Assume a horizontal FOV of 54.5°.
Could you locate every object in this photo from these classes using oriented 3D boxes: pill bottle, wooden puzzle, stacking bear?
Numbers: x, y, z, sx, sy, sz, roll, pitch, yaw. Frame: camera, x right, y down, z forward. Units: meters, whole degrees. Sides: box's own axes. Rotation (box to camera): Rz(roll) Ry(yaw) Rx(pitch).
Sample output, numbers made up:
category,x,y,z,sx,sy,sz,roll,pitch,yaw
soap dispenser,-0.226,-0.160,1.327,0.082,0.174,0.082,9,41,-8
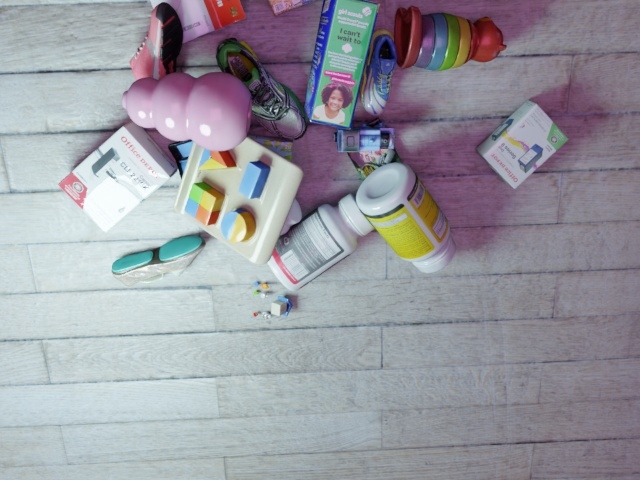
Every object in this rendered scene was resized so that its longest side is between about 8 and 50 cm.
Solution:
category,x,y,z,sx,sy,sz,roll,pitch,yaw
pill bottle,0.000,0.000,1.887,0.318,0.176,0.176,-35,108,10
wooden puzzle,-0.252,-0.138,1.765,0.347,0.080,0.322,30,112,17
pill bottle,0.266,-0.057,1.849,0.187,0.188,0.334,-35,123,10
stacking bear,0.363,-0.553,1.715,0.288,0.175,0.164,-1,108,-9
pill bottle,-0.168,-0.058,1.856,0.216,0.121,0.121,-23,111,28

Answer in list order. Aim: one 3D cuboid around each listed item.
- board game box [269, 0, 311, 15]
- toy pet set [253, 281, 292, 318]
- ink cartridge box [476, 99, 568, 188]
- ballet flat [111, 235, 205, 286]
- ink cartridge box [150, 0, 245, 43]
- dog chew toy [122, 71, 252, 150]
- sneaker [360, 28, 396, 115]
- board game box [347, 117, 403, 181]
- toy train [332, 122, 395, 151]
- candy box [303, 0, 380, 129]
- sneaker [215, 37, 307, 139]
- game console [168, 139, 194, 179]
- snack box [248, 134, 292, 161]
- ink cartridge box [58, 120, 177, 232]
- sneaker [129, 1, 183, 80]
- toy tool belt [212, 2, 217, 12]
category,x,y,z,sx,sy,sz,roll,pitch,yaw
board game box,-0.092,-0.730,1.686,0.146,0.045,0.194,-19,110,5
toy pet set,-0.154,0.197,2.028,0.114,0.065,0.122,15,110,30
ink cartridge box,0.596,-0.285,1.849,0.154,0.093,0.212,42,105,-16
ballet flat,-0.493,0.071,1.948,0.315,0.108,0.106,-14,130,9
ink cartridge box,-0.341,-0.645,1.663,0.232,0.066,0.189,-9,112,30
dog chew toy,-0.351,-0.349,1.634,0.331,0.207,0.207,8,110,-2
sneaker,0.163,-0.467,1.748,0.091,0.126,0.240,1,110,-2
board game box,0.178,-0.227,1.889,0.136,0.030,0.260,-29,108,6
toy train,0.128,-0.294,1.792,0.184,0.105,0.080,0,110,-2
candy box,0.046,-0.484,1.662,0.122,0.268,0.317,8,110,-9
sneaker,-0.172,-0.411,1.747,0.134,0.146,0.343,-42,107,12
game console,-0.374,-0.242,1.837,0.122,0.071,0.107,-16,144,3
snack box,-0.190,-0.223,1.855,0.206,0.070,0.175,4,110,-5
ink cartridge box,-0.590,-0.189,1.829,0.272,0.114,0.197,-38,106,10
sneaker,-0.463,-0.496,1.693,0.136,0.116,0.314,19,129,7
toy tool belt,-0.293,-0.638,1.706,0.052,0.051,0.083,5,113,35
